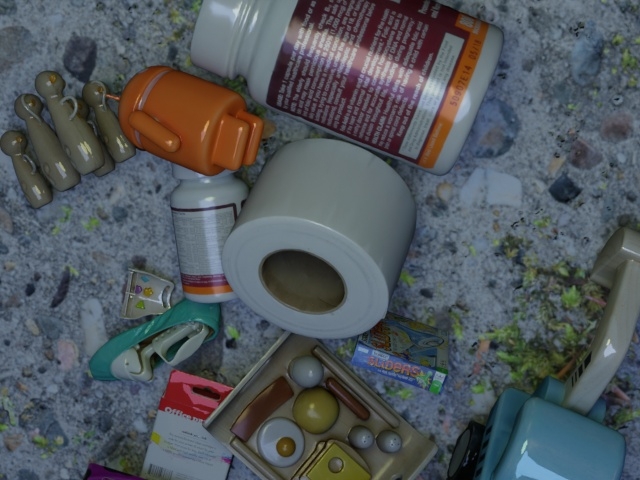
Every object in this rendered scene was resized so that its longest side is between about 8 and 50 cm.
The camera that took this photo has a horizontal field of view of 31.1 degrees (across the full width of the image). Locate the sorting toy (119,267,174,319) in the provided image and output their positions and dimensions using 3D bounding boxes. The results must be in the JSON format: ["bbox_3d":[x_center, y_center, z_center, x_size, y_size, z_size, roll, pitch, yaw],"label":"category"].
[{"bbox_3d":[-0.270,0.084,1.808,0.075,0.045,0.083,12,104,-4],"label":"sorting toy"}]

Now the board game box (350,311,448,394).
[{"bbox_3d":[0.120,0.158,1.697,0.136,0.201,0.035,19,104,1],"label":"board game box"}]

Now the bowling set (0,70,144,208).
[{"bbox_3d":[-0.351,-0.172,1.713,0.287,0.200,0.154,-21,97,53],"label":"bowling set"}]

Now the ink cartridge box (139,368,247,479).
[{"bbox_3d":[-0.199,0.314,1.833,0.134,0.078,0.231,17,104,2],"label":"ink cartridge box"}]

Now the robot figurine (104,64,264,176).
[{"bbox_3d":[-0.190,-0.169,1.609,0.219,0.158,0.128,23,150,19],"label":"robot figurine"}]

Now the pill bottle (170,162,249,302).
[{"bbox_3d":[-0.160,-0.026,1.727,0.121,0.121,0.221,-5,102,8],"label":"pill bottle"}]

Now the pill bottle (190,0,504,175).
[{"bbox_3d":[0.035,-0.260,1.598,0.392,0.224,0.224,22,105,1],"label":"pill bottle"}]

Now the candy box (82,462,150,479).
[{"bbox_3d":[-0.309,0.467,1.834,0.159,0.071,0.233,16,134,3],"label":"candy box"}]

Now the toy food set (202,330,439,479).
[{"bbox_3d":[0.003,0.296,1.749,0.306,0.092,0.219,43,77,-7],"label":"toy food set"}]

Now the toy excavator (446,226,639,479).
[{"bbox_3d":[0.365,0.254,1.663,0.222,0.433,0.445,25,133,0],"label":"toy excavator"}]

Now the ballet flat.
[{"bbox_3d":[-0.260,0.169,1.794,0.247,0.087,0.083,-32,132,12],"label":"ballet flat"}]

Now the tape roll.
[{"bbox_3d":[0.000,0.000,1.637,0.246,0.169,0.246,13,137,12],"label":"tape roll"}]
